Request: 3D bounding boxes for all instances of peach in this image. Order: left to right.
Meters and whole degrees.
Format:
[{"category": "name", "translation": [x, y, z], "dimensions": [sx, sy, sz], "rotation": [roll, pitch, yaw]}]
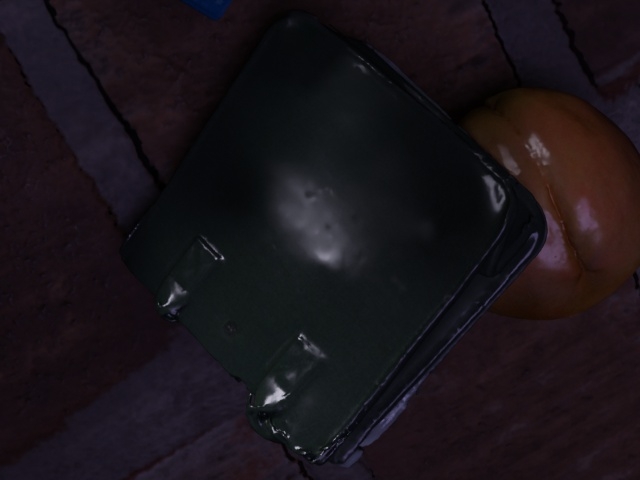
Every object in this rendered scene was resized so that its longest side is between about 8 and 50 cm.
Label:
[{"category": "peach", "translation": [0.169, -0.025, 1.126], "dimensions": [0.184, 0.184, 0.184], "rotation": [-6, 114, -12]}]

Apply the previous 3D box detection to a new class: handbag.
[{"category": "handbag", "translation": [0.000, -0.001, 1.065], "dimensions": [0.260, 0.247, 0.079], "rotation": [-51, 156, 11]}]

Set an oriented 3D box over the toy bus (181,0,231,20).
[{"category": "toy bus", "translation": [-0.129, -0.237, 0.992], "dimensions": [0.184, 0.106, 0.090], "rotation": [28, 106, -24]}]
